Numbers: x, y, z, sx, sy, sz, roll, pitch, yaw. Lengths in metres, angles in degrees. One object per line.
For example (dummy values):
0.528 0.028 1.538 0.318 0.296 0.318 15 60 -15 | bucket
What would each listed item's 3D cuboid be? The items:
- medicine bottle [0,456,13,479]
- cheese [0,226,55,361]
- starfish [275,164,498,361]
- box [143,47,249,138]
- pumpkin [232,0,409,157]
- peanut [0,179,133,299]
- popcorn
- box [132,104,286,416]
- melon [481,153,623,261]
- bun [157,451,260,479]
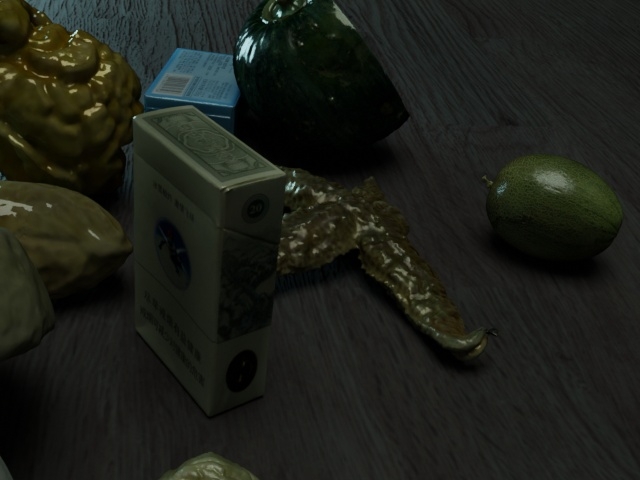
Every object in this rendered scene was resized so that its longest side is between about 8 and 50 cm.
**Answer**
-0.348 0.228 0.538 0.133 0.133 0.274 28 37 30 | medicine bottle
-0.369 0.091 0.655 0.318 0.115 0.326 -21 7 28 | cheese
0.000 0.000 1.026 0.324 0.082 0.432 3 34 -13 | starfish
-0.195 -0.240 1.363 0.143 0.083 0.232 7 31 1 | box
-0.019 -0.252 1.285 0.197 0.263 0.293 -38 44 7 | pumpkin
-0.373 -0.008 0.912 0.325 0.140 0.153 10 -10 -8 | peanut
-0.379 -0.201 1.086 0.225 0.332 0.265 -45 24 -21 | popcorn
-0.116 0.019 0.796 0.069 0.256 0.164 -17 39 -34 | box
0.302 -0.045 1.091 0.192 0.139 0.139 24 36 18 | melon
-0.089 0.219 0.660 0.115 0.069 0.115 6 32 -4 | bun
